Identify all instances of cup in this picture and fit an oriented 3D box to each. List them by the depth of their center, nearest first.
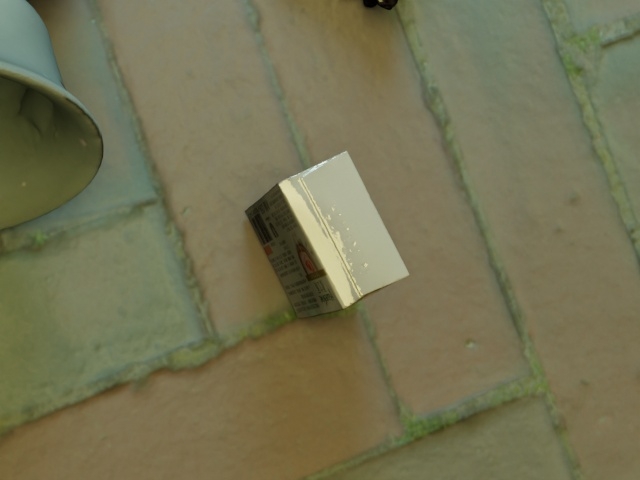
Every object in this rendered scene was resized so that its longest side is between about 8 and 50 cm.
[{"bbox_3d":[-0.381,-0.139,1.037,0.347,0.347,0.163,-7,67,-11],"label":"cup"}]

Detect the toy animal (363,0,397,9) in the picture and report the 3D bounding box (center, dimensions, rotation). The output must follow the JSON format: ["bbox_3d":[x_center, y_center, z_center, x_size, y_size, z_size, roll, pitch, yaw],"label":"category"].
[{"bbox_3d":[0.002,-0.339,1.209,0.210,0.117,0.121,21,89,-11],"label":"toy animal"}]

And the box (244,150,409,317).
[{"bbox_3d":[0.000,0.000,1.138,0.081,0.199,0.135,-27,91,-13],"label":"box"}]
